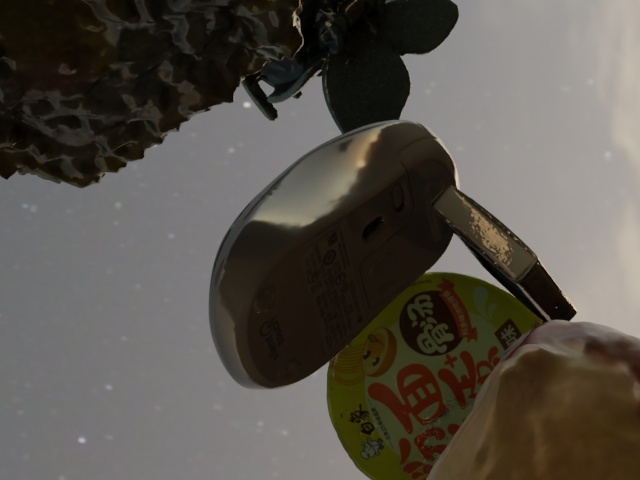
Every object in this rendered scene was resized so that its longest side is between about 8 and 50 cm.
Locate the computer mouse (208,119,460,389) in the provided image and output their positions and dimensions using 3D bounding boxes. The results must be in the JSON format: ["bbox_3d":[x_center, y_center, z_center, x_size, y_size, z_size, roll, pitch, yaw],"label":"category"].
[{"bbox_3d":[0.000,0.000,1.280,0.297,0.121,0.184,-40,-39,-18],"label":"computer mouse"}]

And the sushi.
[{"bbox_3d":[-0.203,-0.245,1.023,0.396,0.351,0.240,37,-145,-50],"label":"sushi"}]

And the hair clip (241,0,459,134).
[{"bbox_3d":[0.009,-0.359,2.247,0.318,0.238,0.392,-48,-71,-22],"label":"hair clip"}]

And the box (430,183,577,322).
[{"bbox_3d":[0.172,0.018,1.279,0.036,0.115,0.177,-48,-27,1],"label":"box"}]

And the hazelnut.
[{"bbox_3d":[0.181,0.172,1.001,0.261,0.261,0.241,-57,-39,-32],"label":"hazelnut"}]

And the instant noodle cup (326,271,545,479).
[{"bbox_3d":[0.184,0.189,1.873,0.221,0.311,0.311,1,-85,-75],"label":"instant noodle cup"}]
